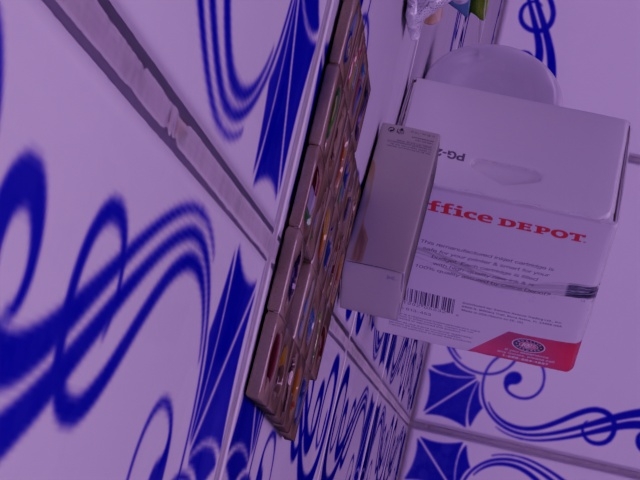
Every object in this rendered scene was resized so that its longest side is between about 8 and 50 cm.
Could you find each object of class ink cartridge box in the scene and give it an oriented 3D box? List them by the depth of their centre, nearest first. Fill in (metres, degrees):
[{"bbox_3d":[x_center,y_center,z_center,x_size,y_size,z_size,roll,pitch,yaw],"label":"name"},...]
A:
[{"bbox_3d":[0.137,-0.007,1.309,0.237,0.172,0.100,91,13,-59],"label":"ink cartridge box"}]

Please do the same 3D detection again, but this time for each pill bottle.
[{"bbox_3d":[0.138,-0.059,1.454,0.208,0.119,0.119,93,11,-51],"label":"pill bottle"}]

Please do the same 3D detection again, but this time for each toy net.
[{"bbox_3d":[0.099,-0.205,1.174,0.232,0.045,0.122,-59,160,-70],"label":"toy net"}]

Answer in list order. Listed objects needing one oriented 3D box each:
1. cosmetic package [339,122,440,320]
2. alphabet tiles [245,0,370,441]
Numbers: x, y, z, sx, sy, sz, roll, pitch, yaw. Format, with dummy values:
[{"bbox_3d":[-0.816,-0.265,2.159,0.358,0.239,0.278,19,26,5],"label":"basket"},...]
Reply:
[{"bbox_3d":[0.045,-0.013,1.085,0.060,0.041,0.115,94,10,-54],"label":"cosmetic package"},{"bbox_3d":[0.000,0.000,0.871,0.237,0.009,0.198,75,28,-77],"label":"alphabet tiles"}]
